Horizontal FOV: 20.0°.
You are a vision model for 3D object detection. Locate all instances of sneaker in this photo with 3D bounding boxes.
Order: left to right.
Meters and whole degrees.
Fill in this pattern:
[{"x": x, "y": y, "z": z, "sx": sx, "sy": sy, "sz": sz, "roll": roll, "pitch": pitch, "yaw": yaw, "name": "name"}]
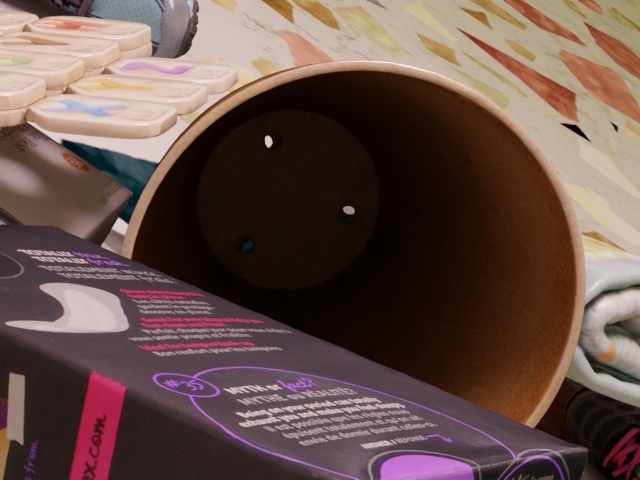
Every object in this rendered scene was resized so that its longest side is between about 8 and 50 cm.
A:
[{"x": -0.209, "y": -0.204, "z": 1.330, "sx": 0.262, "sy": 0.104, "sz": 0.125, "roll": 37, "pitch": 37, "yaw": 16, "name": "sneaker"}, {"x": 0.224, "y": 0.160, "z": 1.203, "sx": 0.170, "sy": 0.063, "sz": 0.075, "roll": 48, "pitch": 17, "yaw": 19, "name": "sneaker"}]

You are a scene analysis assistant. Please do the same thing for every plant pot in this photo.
[{"x": 0.000, "y": 0.000, "z": 1.019, "sx": 0.237, "sy": 0.237, "sz": 0.254, "roll": 30, "pitch": 8, "yaw": -14, "name": "plant pot"}]

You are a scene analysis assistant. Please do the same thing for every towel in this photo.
[{"x": 0.204, "y": 0.052, "z": 1.264, "sx": 0.374, "sy": 0.090, "sz": 0.320, "roll": 21, "pitch": 2, "yaw": -36, "name": "towel"}]

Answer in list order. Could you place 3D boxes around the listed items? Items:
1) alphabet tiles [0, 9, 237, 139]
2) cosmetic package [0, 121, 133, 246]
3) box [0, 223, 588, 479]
[{"x": -0.196, "y": -0.092, "z": 0.968, "sx": 0.278, "sy": 0.021, "sz": 0.284, "roll": 6, "pitch": 17, "yaw": 12, "name": "alphabet tiles"}, {"x": -0.181, "y": 0.001, "z": 0.928, "sx": 0.099, "sy": 0.060, "sz": 0.239, "roll": 36, "pitch": 20, "yaw": -1, "name": "cosmetic package"}, {"x": -0.071, "y": 0.097, "z": 0.647, "sx": 0.270, "sy": 0.143, "sz": 0.165, "roll": 21, "pitch": 10, "yaw": 33, "name": "box"}]
